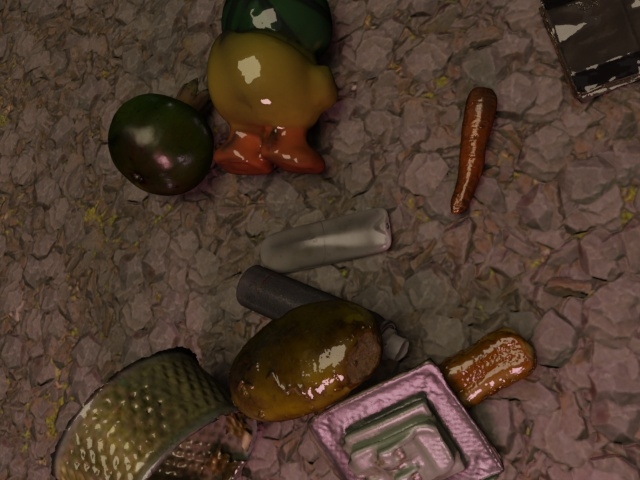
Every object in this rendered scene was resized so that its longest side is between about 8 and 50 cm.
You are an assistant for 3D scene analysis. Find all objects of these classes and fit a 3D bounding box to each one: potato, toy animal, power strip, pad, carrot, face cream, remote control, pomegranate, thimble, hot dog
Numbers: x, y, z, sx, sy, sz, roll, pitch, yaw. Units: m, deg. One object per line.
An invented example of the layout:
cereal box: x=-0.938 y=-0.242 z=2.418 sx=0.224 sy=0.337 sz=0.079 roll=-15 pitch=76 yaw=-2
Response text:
potato: x=-0.024 y=0.161 z=0.828 sx=0.251 sy=0.113 sz=0.149 roll=-32 pitch=42 yaw=31
toy animal: x=-0.084 y=-0.280 z=0.989 sx=0.216 sy=0.191 sz=0.338 roll=1 pitch=79 yaw=28
power strip: x=0.105 y=0.279 z=0.796 sx=0.213 sy=0.064 sz=0.198 roll=-33 pitch=100 yaw=16
pad: x=0.434 y=-0.302 z=0.827 sx=0.233 sy=0.022 sz=0.174 roll=-19 pitch=71 yaw=22
carrot: x=0.219 y=-0.129 z=0.889 sx=0.047 sy=0.047 sz=0.191 roll=11 pitch=88 yaw=28
face cream: x=0.000 y=0.114 z=0.930 sx=0.284 sy=0.073 sz=0.073 roll=20 pitch=88 yaw=29
remote control: x=0.000 y=0.000 z=0.970 sx=0.229 sy=0.044 sz=0.073 roll=-13 pitch=71 yaw=25
pomegranate: x=-0.265 y=-0.190 z=1.086 sx=0.187 sy=0.187 sz=0.225 roll=9 pitch=60 yaw=28
thimble: x=-0.232 y=0.308 z=0.901 sx=0.150 sy=0.271 sz=0.270 roll=33 pitch=95 yaw=27
hot dog: x=0.156 y=0.208 z=0.835 sx=0.289 sy=0.068 sz=0.083 roll=-33 pitch=93 yaw=15
